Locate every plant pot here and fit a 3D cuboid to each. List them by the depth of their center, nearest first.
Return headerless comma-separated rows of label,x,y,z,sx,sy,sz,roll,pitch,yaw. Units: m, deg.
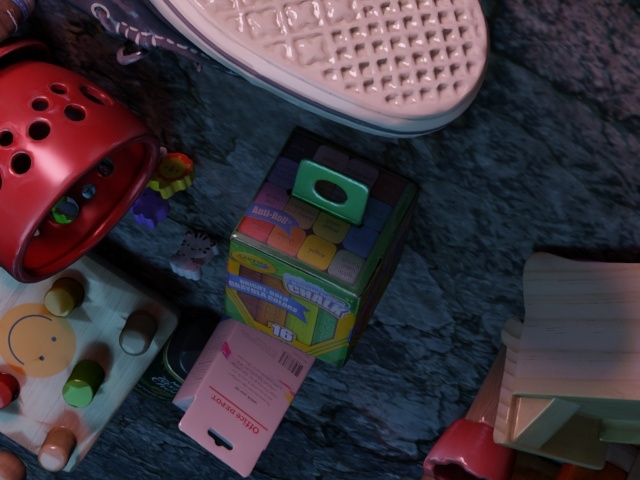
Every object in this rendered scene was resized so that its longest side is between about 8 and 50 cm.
plant pot,-0.276,-0.081,1.638,0.174,0.191,0.191,40,156,11

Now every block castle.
block castle,0.304,0.324,1.757,0.453,0.213,0.303,29,154,4

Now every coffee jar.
coffee jar,-0.167,0.143,2.075,0.096,0.079,0.184,35,155,-23

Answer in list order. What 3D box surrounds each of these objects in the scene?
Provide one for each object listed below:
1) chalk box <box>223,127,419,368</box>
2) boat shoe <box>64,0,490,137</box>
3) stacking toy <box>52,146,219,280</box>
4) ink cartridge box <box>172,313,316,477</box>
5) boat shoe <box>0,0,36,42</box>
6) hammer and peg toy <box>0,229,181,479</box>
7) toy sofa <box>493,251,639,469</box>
chalk box,0.000,0.000,1.582,0.132,0.132,0.213,25,154,8
boat shoe,-0.100,-0.221,1.245,0.500,0.187,0.156,30,160,12
stacking toy,-0.214,-0.055,1.810,0.221,0.052,0.167,21,151,22
ink cartridge box,-0.088,0.161,1.906,0.104,0.181,0.061,40,153,-18
boat shoe,-0.356,-0.240,1.595,0.183,0.066,0.066,25,153,8
hammer and peg toy,-0.364,0.150,2.022,0.266,0.127,0.361,34,109,-7
toy sofa,0.328,0.108,1.455,0.150,0.177,0.362,18,166,-40
